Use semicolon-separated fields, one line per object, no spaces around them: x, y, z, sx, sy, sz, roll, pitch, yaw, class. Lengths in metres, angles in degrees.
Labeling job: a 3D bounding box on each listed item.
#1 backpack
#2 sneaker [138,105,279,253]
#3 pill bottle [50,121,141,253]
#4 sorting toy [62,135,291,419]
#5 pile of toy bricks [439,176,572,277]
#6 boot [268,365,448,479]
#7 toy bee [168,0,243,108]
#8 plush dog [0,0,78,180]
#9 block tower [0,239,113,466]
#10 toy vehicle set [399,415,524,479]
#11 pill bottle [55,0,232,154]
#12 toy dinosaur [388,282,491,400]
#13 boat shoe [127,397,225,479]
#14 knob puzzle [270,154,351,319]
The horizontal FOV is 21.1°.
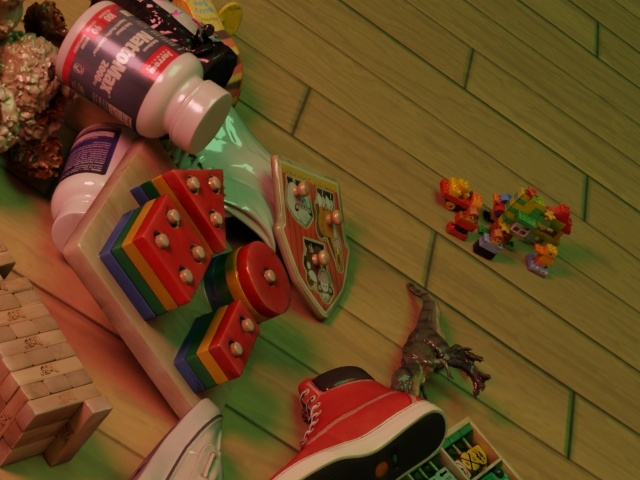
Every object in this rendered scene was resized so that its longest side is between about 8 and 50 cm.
-0.200;-0.218;2.029;0.182;0.152;0.115;41;5;20;backpack
-0.147;-0.091;2.084;0.292;0.108;0.169;39;29;-5;sneaker
-0.251;-0.052;1.940;0.094;0.094;0.169;31;33;-15;pill bottle
-0.136;0.032;1.875;0.257;0.089;0.255;57;27;-20;sorting toy
0.281;-0.036;2.466;0.212;0.105;0.118;26;35;-22;pile of toy bricks
-0.006;0.224;1.894;0.244;0.088;0.176;-27;35;-32;boot
-0.193;-0.309;2.249;0.298;0.162;0.195;41;34;0;toy bee
-0.370;-0.183;1.935;0.225;0.211;0.262;28;58;-46;plush dog
-0.344;0.069;1.703;0.097;0.091;0.335;-13;60;-51;block tower
0.154;0.314;1.978;0.166;0.035;0.267;48;33;12;toy vehicle set
-0.193;-0.177;1.907;0.180;0.108;0.108;33;31;12;pill bottle
0.151;0.143;2.163;0.118;0.064;0.268;29;30;-7;toy dinosaur
-0.134;0.239;1.684;0.088;0.096;0.267;41;16;-2;boat shoe
0.000;0.000;2.120;0.213;0.030;0.213;40;44;-54;knob puzzle
